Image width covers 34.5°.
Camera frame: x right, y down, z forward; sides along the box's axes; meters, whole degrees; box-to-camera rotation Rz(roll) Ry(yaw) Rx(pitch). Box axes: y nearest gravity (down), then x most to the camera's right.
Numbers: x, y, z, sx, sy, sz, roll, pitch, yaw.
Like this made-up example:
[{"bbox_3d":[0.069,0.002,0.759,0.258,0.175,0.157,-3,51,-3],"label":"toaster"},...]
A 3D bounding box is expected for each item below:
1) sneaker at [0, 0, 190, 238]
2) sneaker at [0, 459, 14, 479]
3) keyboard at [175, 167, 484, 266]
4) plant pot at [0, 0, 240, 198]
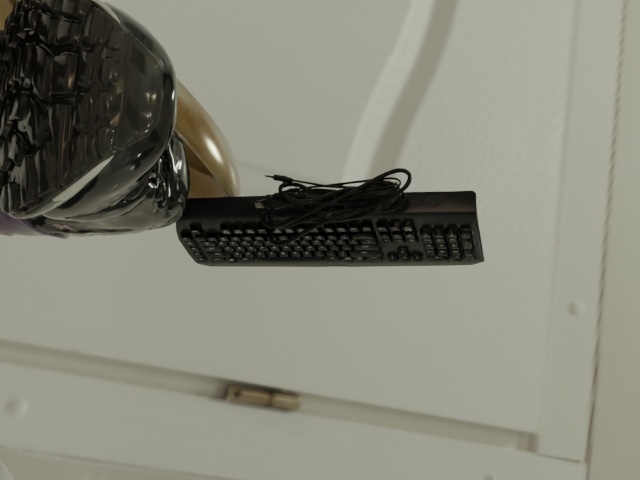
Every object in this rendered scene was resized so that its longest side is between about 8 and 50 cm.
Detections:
[{"bbox_3d":[-0.111,-0.053,0.534,0.283,0.124,0.107,-5,-102,59],"label":"sneaker"},{"bbox_3d":[-0.293,0.217,0.593,0.094,0.153,0.235,68,27,-45],"label":"sneaker"},{"bbox_3d":[0.000,0.000,0.626,0.100,0.192,0.038,69,23,-54],"label":"keyboard"},{"bbox_3d":[-0.140,-0.099,0.687,0.032,0.236,0.236,-52,-165,-13],"label":"plant pot"}]
